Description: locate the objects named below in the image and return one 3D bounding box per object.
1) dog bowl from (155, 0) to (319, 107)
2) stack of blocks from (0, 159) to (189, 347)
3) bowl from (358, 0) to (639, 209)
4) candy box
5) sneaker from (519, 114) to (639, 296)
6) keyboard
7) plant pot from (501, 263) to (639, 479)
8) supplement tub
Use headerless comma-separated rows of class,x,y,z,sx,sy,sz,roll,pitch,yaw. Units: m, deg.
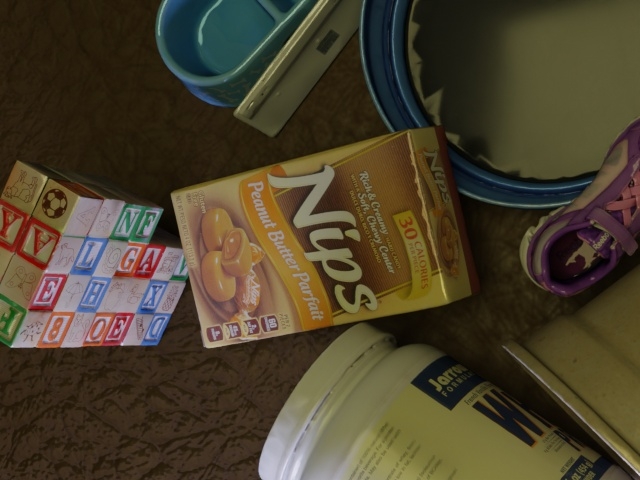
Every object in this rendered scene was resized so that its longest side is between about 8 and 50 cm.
dog bowl,-0.070,-0.286,1.542,0.297,0.074,0.166,-45,74,14
stack of blocks,-0.248,0.022,1.474,0.087,0.297,0.171,28,97,22
bowl,0.237,-0.225,1.424,0.391,0.077,0.391,-1,87,21
candy box,0.000,0.000,1.452,0.316,0.087,0.183,-13,91,33
sneaker,0.287,-0.028,1.308,0.095,0.104,0.236,42,110,0
keyboard,0.001,-0.228,1.515,0.256,0.072,0.014,-52,54,11
plant pot,0.393,0.106,1.246,0.305,0.334,0.334,-46,73,1
supplement tub,0.124,0.251,1.358,0.325,0.235,0.235,33,99,18
